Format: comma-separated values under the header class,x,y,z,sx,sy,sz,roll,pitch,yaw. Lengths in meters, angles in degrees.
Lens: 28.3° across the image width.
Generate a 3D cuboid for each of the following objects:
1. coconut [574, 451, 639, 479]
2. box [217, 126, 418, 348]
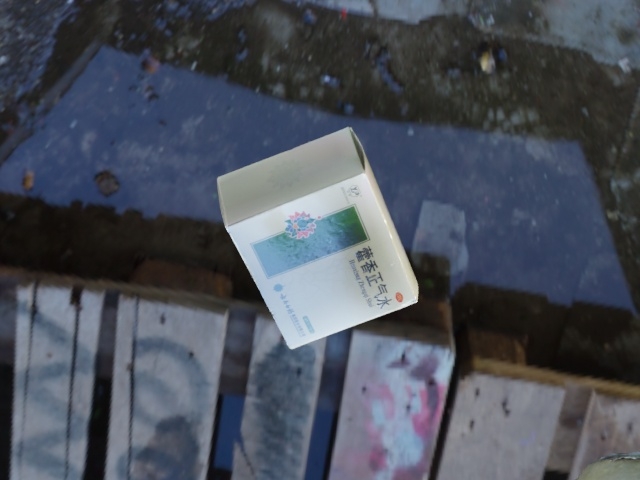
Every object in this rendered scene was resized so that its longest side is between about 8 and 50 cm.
class,x,y,z,sx,sy,sz,roll,pitch,yaw
coconut,0.257,0.295,0.883,0.323,0.323,0.323,2,114,4
box,0.000,0.000,1.439,0.168,0.095,0.212,-22,130,3
